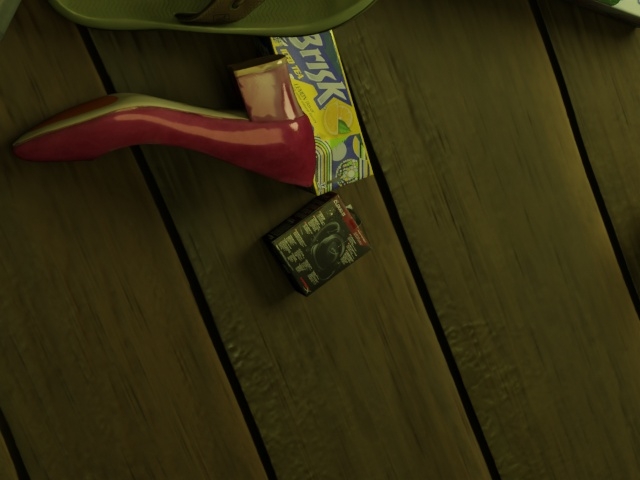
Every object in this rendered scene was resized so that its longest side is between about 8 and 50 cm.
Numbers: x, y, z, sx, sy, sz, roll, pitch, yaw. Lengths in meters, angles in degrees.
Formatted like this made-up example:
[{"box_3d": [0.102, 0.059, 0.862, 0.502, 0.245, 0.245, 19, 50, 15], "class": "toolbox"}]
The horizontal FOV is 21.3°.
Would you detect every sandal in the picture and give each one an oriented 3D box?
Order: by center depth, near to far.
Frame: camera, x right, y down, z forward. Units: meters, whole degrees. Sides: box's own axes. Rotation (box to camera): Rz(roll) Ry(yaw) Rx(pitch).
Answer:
[{"box_3d": [-0.078, -0.223, 1.385, 0.303, 0.086, 0.120, -7, 86, -3], "class": "sandal"}]

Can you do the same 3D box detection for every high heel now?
[{"box_3d": [-0.127, -0.071, 1.424, 0.244, 0.082, 0.117, -16, 106, -8], "class": "high heel"}]

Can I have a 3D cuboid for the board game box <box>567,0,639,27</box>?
[{"box_3d": [0.234, -0.373, 1.485, 0.318, 0.066, 0.318, 11, 95, -37], "class": "board game box"}]

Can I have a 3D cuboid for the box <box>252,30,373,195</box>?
[{"box_3d": [-0.010, -0.129, 1.481, 0.059, 0.054, 0.169, -21, 105, -16], "class": "box"}]

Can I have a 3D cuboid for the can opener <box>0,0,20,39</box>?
[{"box_3d": [-0.285, -0.190, 1.358, 0.093, 0.074, 0.280, 31, 87, -21], "class": "can opener"}]

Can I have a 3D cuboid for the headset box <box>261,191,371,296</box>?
[{"box_3d": [0.000, 0.000, 1.518, 0.083, 0.032, 0.062, -37, 110, -12], "class": "headset box"}]
